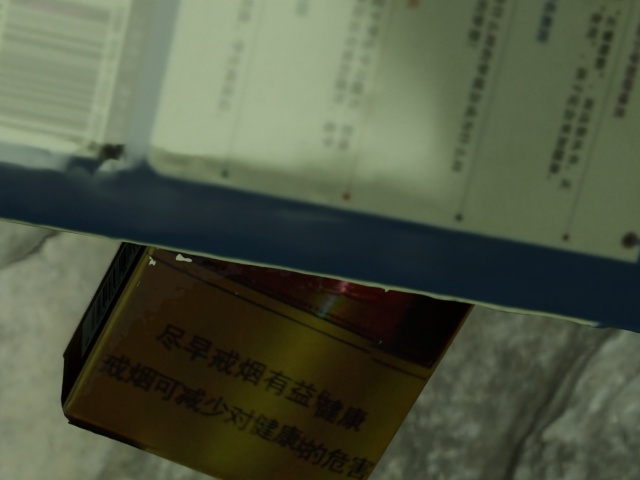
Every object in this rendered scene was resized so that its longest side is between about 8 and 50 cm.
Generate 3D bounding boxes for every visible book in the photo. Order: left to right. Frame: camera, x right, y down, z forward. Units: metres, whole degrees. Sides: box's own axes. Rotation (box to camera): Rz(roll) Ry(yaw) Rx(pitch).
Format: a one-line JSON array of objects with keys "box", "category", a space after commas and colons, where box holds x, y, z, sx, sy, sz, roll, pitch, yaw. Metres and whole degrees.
[{"box": [0.072, -0.120, 0.553, 0.428, 0.039, 0.300, 11, 102, -16], "category": "book"}]

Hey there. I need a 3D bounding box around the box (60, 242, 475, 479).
[{"box": [0.000, 0.000, 0.641, 0.159, 0.071, 0.240, 26, 106, -16], "category": "box"}]
